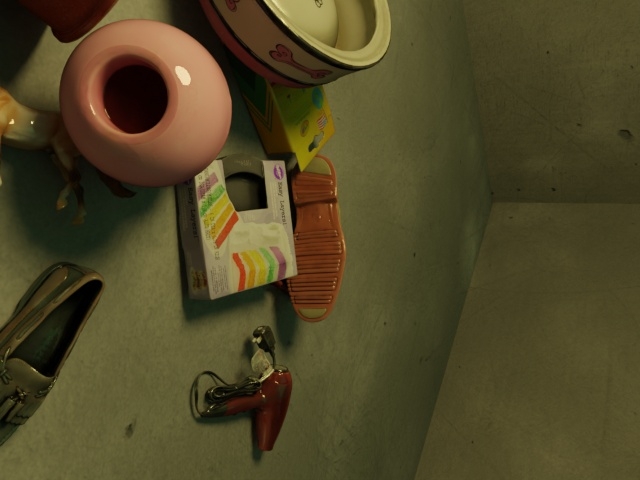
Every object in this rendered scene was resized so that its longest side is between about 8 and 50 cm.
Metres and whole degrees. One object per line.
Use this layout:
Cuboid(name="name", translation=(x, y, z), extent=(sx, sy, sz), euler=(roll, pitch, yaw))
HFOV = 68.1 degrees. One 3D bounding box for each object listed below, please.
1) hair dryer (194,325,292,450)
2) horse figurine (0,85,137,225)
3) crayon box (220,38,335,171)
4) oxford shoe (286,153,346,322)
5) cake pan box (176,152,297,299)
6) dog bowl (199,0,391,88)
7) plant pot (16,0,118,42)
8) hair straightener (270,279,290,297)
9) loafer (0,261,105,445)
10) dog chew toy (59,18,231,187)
Cuboid(name="hair dryer", translation=(-0.157, 0.348, 1.043), extent=(0.224, 0.080, 0.293), euler=(-38, 120, -31))
Cuboid(name="horse figurine", translation=(-0.372, -0.123, 0.611), extent=(0.263, 0.066, 0.174), euler=(18, 60, -49))
Cuboid(name="crayon box", translation=(-0.079, -0.336, 1.065), extent=(0.202, 0.081, 0.318), euler=(-55, 136, -41))
Cuboid(name="oxford shoe", translation=(0.000, 0.000, 1.149), extent=(0.146, 0.141, 0.396), euler=(57, 36, -75))
Cuboid(name="cake pan box", translation=(-0.159, -0.036, 0.943), extent=(0.246, 0.070, 0.266), euler=(-10, 96, -53))
Cuboid(name="dog bowl", translation=(-0.055, -0.474, 0.894), extent=(0.408, 0.150, 0.407), euler=(19, 61, -38))
Cuboid(name="plant pot", translation=(-0.338, -0.408, 0.496), extent=(0.265, 0.273, 0.272), euler=(28, 69, -47))
Cuboid(name="hair straightener", translation=(-0.079, 0.080, 1.135), extent=(0.230, 0.047, 0.089), euler=(43, 57, -45))
Cuboid(name="loafer", translation=(-0.379, 0.149, 0.623), extent=(0.096, 0.084, 0.267), euler=(50, 52, -49))
Cuboid(name="dog chew toy", translation=(-0.225, -0.182, 0.688), extent=(0.332, 0.207, 0.206), euler=(-122, -149, -81))
